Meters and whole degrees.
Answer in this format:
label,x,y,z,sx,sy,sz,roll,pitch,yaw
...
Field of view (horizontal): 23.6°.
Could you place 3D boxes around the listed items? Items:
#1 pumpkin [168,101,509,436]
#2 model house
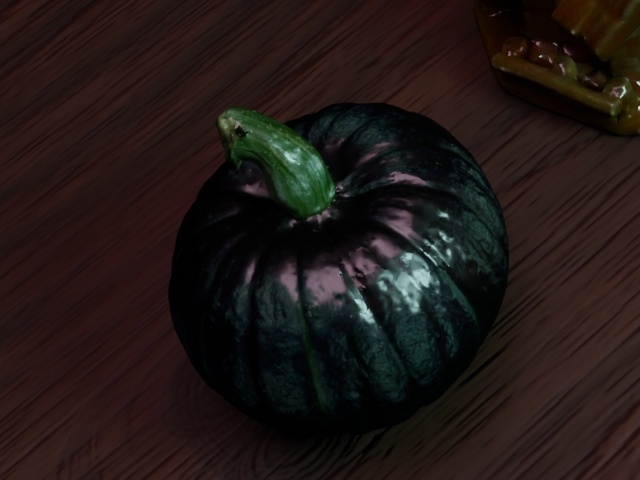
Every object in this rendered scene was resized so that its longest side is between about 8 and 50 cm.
label,x,y,z,sx,sy,sz,roll,pitch,yaw
pumpkin,0.000,0.000,1.048,0.248,0.248,0.248,-9,52,11
model house,0.209,-0.216,1.161,0.220,0.229,0.199,-14,46,8
